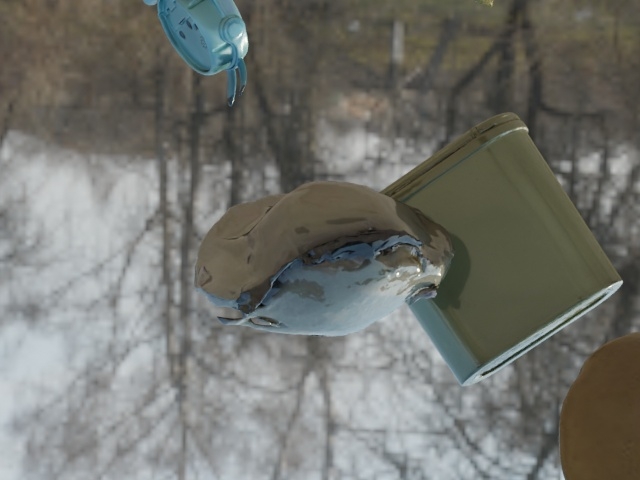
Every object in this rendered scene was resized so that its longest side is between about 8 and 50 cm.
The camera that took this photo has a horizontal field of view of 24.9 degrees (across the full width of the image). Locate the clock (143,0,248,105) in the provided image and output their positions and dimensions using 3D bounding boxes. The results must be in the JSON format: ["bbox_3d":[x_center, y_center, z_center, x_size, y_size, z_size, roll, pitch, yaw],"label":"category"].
[{"bbox_3d":[-0.110,-0.201,1.379,0.045,0.147,0.108,-35,-175,-20],"label":"clock"}]

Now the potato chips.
[{"bbox_3d":[0.270,0.159,1.065,0.195,0.208,0.062,30,155,-9],"label":"potato chips"}]

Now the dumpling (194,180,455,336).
[{"bbox_3d":[0.003,-0.003,1.586,0.293,0.204,0.163,-7,154,-9],"label":"dumpling"}]

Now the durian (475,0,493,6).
[{"bbox_3d":[0.087,-0.313,1.380,0.165,0.132,0.182,-5,-137,-41],"label":"durian"}]

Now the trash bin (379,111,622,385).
[{"bbox_3d":[0.196,0.012,1.722,0.243,0.247,0.121,-33,165,9],"label":"trash bin"}]
